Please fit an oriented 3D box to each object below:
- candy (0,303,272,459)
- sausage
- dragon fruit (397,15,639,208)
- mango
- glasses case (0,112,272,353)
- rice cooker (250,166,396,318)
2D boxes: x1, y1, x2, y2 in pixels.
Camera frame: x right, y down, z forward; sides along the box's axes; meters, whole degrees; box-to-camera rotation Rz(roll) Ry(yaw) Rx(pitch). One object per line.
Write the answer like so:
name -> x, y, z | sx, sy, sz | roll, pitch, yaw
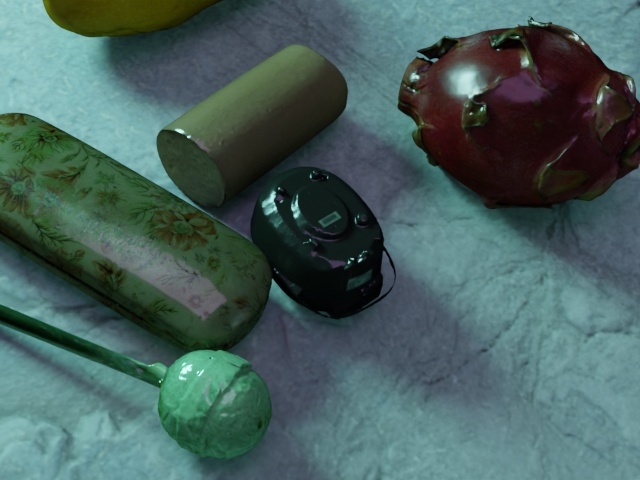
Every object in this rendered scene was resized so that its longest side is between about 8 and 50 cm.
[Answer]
candy -> -0.257, 0.125, 1.411 | 0.439, 0.119, 0.119 | 22, 57, 14
sausage -> -0.078, -0.156, 1.592 | 0.123, 0.123, 0.253 | 42, 61, 17
dragon fruit -> 0.254, -0.161, 1.579 | 0.315, 0.250, 0.250 | 40, 61, 8
mango -> -0.211, -0.373, 1.668 | 0.359, 0.187, 0.144 | -25, 52, -23
glasses case -> -0.255, -0.013, 1.487 | 0.425, 0.098, 0.156 | 30, 56, 11
rice cooker -> 0.001, 0.001, 1.506 | 0.142, 0.118, 0.203 | -30, 64, -25
